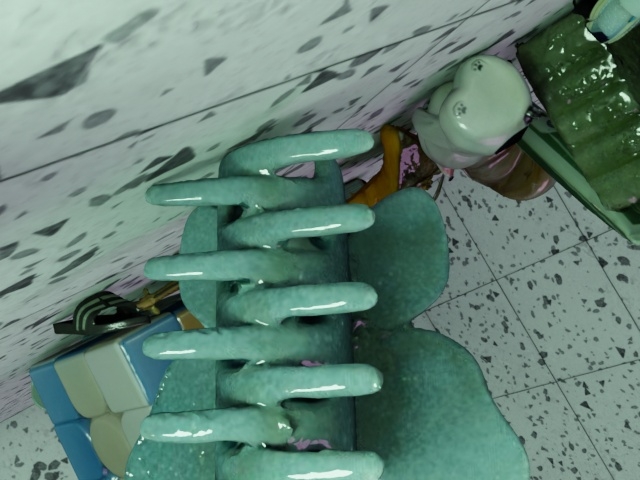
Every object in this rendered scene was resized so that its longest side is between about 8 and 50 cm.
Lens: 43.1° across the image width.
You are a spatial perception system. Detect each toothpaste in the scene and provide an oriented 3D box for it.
[{"bbox_3d":[0.345,-0.108,1.121,0.098,0.392,0.061,-2,127,-26],"label":"toothpaste"}]

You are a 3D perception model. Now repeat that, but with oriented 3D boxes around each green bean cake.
[{"bbox_3d":[0.382,-0.179,1.006,0.132,0.255,0.241,-29,-177,43],"label":"green bean cake"}]

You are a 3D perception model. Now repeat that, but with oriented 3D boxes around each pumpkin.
[{"bbox_3d":[0.120,-0.106,1.174,0.258,0.095,0.290,-37,177,42],"label":"pumpkin"}]

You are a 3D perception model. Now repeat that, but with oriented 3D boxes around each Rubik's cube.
[{"bbox_3d":[-0.238,0.281,1.429,0.347,0.344,0.346,-21,-174,44],"label":"Rubik's cube"}]

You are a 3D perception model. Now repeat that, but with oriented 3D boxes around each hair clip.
[{"bbox_3d":[-0.023,0.085,0.692,0.392,0.318,0.238,-3,167,11],"label":"hair clip"}]

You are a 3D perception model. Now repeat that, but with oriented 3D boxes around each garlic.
[{"bbox_3d":[0.290,-0.158,1.372,0.256,0.207,0.207,-30,178,-20],"label":"garlic"}]

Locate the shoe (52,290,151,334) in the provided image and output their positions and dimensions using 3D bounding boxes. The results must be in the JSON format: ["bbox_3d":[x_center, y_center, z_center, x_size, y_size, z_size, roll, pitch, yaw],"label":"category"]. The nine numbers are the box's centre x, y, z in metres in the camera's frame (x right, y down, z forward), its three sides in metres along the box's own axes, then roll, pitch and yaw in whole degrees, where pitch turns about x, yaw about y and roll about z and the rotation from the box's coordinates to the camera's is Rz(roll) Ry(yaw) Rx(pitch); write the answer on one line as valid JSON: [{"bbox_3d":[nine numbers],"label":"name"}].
[{"bbox_3d":[-0.288,0.091,1.035,0.179,0.049,0.071,-7,-178,45],"label":"shoe"}]

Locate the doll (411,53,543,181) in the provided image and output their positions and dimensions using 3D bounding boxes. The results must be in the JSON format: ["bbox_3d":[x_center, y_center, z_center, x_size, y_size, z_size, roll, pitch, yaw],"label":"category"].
[{"bbox_3d":[0.170,-0.141,0.935,0.110,0.107,0.181,-66,-168,-10],"label":"doll"}]

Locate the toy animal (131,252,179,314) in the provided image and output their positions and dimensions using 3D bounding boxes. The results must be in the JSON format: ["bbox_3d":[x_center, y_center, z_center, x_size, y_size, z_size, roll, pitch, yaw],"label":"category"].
[{"bbox_3d":[-0.180,0.042,1.186,0.149,0.054,0.275,-25,176,-36],"label":"toy animal"}]

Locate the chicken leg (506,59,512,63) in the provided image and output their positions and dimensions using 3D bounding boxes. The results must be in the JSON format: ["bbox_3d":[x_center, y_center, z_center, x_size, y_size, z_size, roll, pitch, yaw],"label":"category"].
[{"bbox_3d":[0.232,-0.218,1.086,0.036,0.021,0.083,-20,172,-5],"label":"chicken leg"}]

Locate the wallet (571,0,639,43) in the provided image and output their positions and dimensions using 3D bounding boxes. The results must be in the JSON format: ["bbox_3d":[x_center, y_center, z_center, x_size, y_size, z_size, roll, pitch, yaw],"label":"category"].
[{"bbox_3d":[0.337,-0.271,0.707,0.176,0.075,0.250,-36,178,-5],"label":"wallet"}]

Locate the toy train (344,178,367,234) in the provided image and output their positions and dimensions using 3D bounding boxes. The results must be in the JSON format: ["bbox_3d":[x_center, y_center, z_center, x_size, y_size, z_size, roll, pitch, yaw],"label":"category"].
[{"bbox_3d":[-0.029,-0.014,1.386,0.409,0.086,0.089,-28,175,-37],"label":"toy train"}]

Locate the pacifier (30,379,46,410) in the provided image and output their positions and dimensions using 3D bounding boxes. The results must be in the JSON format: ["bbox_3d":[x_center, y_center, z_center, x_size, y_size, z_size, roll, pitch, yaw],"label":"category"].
[{"bbox_3d":[-0.488,0.252,1.538,0.150,0.126,0.117,-50,156,-45],"label":"pacifier"}]
